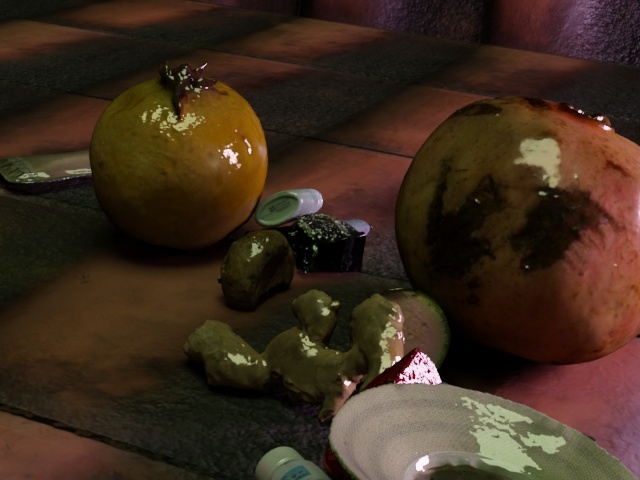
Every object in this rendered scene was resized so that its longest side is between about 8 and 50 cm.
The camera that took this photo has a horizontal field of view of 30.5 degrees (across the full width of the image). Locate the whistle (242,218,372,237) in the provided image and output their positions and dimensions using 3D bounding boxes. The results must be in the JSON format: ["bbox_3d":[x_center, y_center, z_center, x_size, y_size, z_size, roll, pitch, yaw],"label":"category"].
[{"bbox_3d":[-0.017,-0.007,1.546,0.177,0.033,0.033,-7,24,-23],"label":"whistle"}]

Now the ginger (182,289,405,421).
[{"bbox_3d":[-0.019,0.105,1.170,0.259,0.065,0.149,10,55,37],"label":"ginger"}]

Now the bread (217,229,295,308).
[{"bbox_3d":[-0.077,0.028,1.385,0.060,0.082,0.113,13,20,29],"label":"bread"}]

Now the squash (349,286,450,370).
[{"bbox_3d":[0.081,0.093,1.253,0.105,0.105,0.132,4,4,1],"label":"squash"}]

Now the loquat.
[{"bbox_3d":[-0.180,-0.108,1.503,0.244,0.243,0.244,3,21,-1],"label":"loquat"}]

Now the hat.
[{"bbox_3d":[0.117,0.213,0.900,0.252,0.110,0.252,11,18,-4],"label":"hat"}]

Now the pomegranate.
[{"bbox_3d":[0.235,-0.013,1.282,0.322,0.322,0.322,3,21,-1],"label":"pomegranate"}]

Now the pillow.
[{"bbox_3d":[-0.370,-0.111,1.752,0.218,0.033,0.130,-8,23,-28],"label":"pillow"}]

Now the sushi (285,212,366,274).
[{"bbox_3d":[0.000,0.000,1.483,0.085,0.056,0.083,-9,37,-24],"label":"sushi"}]

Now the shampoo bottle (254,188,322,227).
[{"bbox_3d":[-0.035,-0.048,1.580,0.069,0.041,0.191,-31,-2,13],"label":"shampoo bottle"}]

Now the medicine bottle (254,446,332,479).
[{"bbox_3d":[-0.015,0.209,0.964,0.052,0.052,0.089,-8,24,-29],"label":"medicine bottle"}]

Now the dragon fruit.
[{"bbox_3d":[0.061,0.184,1.016,0.083,0.106,0.162,-35,10,37],"label":"dragon fruit"}]
